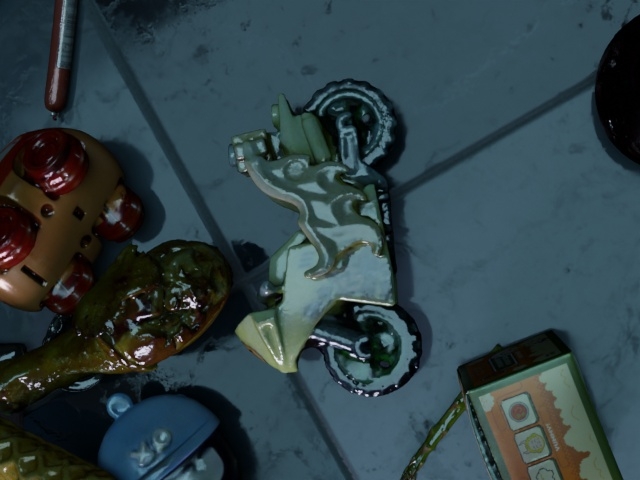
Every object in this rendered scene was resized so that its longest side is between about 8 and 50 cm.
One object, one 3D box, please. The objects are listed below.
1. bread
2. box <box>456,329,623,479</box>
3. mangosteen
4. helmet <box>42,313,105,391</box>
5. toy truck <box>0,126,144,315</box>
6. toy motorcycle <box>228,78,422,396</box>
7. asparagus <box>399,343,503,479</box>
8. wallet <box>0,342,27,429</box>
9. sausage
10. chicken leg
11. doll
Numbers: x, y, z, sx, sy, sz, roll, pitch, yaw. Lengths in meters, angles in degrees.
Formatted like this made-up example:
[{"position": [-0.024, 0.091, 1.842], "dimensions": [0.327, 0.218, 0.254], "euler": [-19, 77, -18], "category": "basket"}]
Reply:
[{"position": [-0.405, 0.276, 1.904], "dimensions": [0.368, 0.084, 0.077], "euler": [23, 50, 26], "category": "bread"}, {"position": [0.263, 0.227, 1.810], "dimensions": [0.148, 0.195, 0.177], "euler": [-23, 94, 4], "category": "box"}, {"position": [0.465, -0.185, 1.804], "dimensions": [0.250, 0.211, 0.211], "euler": [3, 90, -21], "category": "mangosteen"}, {"position": [-0.320, 0.138, 1.979], "dimensions": [0.098, 0.070, 0.123], "euler": [19, 97, 0], "category": "helmet"}, {"position": [-0.395, -0.033, 1.940], "dimensions": [0.239, 0.189, 0.265], "euler": [21, 73, 41], "category": "toy truck"}, {"position": [0.000, 0.000, 1.886], "dimensions": [0.237, 0.169, 0.410], "euler": [-5, 84, 3], "category": "toy motorcycle"}, {"position": [0.167, 0.241, 1.926], "dimensions": [0.024, 0.025, 0.248], "euler": [32, 96, -35], "category": "asparagus"}, {"position": [-0.519, 0.208, 2.026], "dimensions": [0.250, 0.044, 0.149], "euler": [4, 94, 9], "category": "wallet"}, {"position": [-0.352, -0.290, 2.006], "dimensions": [0.034, 0.034, 0.253], "euler": [7, 90, 9], "category": "sausage"}, {"position": [-0.271, 0.121, 1.837], "dimensions": [0.361, 0.211, 0.140], "euler": [-31, 75, 1], "category": "chicken leg"}, {"position": [-0.173, 0.324, 1.921], "dimensions": [0.177, 0.141, 0.314], "euler": [-41, 89, -9], "category": "doll"}]
